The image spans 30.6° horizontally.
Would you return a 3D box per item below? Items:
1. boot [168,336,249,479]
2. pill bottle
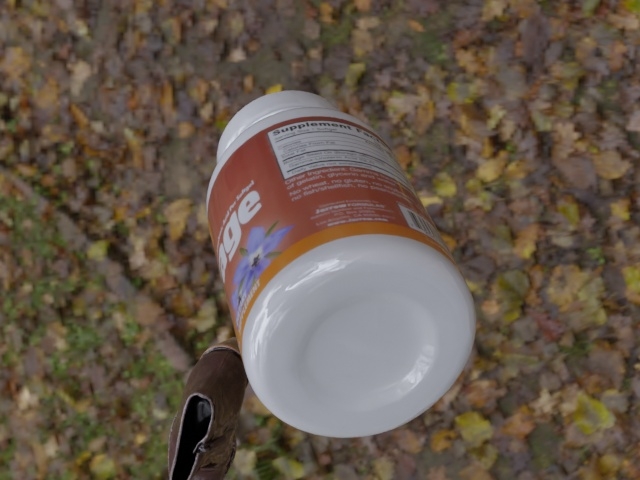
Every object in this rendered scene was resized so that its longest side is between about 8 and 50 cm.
[{"bbox_3d":[-0.153,0.246,1.397,0.090,0.207,0.249,20,109,4],"label":"boot"},{"bbox_3d":[0.000,0.000,0.663,0.121,0.121,0.216,-65,24,24],"label":"pill bottle"}]
